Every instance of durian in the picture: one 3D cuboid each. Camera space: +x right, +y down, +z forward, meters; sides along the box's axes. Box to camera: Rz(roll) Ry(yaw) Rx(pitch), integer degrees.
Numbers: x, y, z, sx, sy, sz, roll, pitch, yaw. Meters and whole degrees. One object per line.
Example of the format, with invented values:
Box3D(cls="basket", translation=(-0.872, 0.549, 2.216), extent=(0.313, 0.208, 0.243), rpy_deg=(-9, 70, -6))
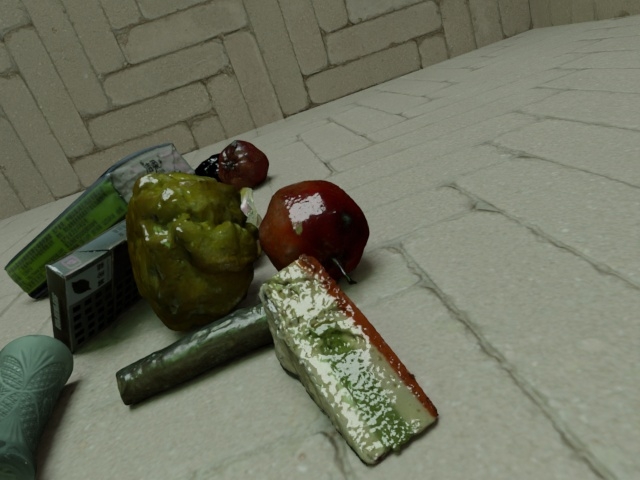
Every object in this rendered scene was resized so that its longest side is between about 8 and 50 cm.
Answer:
Box3D(cls="durian", translation=(-0.153, -0.023, 0.915), extent=(0.140, 0.078, 0.224), rpy_deg=(-21, 37, 21))

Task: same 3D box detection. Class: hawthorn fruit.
Box3D(cls="hawthorn fruit", translation=(0.000, 0.000, 0.681), extent=(0.156, 0.157, 0.194), rpy_deg=(-25, 41, -14))
Box3D(cls="hawthorn fruit", translation=(-0.220, -0.217, 1.397), extent=(0.148, 0.148, 0.172), rpy_deg=(-5, -1, 32))

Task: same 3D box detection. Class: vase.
Box3D(cls="vase", translation=(-0.360, 0.207, 0.558), extent=(0.096, 0.096, 0.219), rpy_deg=(-24, 25, -11))

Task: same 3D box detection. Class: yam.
Box3D(cls="yam", translation=(-0.123, 0.125, 0.593), extent=(0.273, 0.061, 0.061), rpy_deg=(-24, 22, -8))

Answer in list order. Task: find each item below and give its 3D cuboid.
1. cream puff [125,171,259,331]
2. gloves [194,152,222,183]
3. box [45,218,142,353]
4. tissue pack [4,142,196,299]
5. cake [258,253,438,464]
Box3D(cls="cream puff", translation=(-0.194, 0.010, 0.700), extent=(0.244, 0.244, 0.196), rpy_deg=(-5, 12, 31))
Box3D(cls="gloves", translation=(-0.307, -0.228, 1.517), extent=(0.164, 0.124, 0.203), rpy_deg=(9, 39, 18))
Box3D(cls="box", translation=(-0.325, 0.033, 0.832), extent=(0.047, 0.180, 0.325), rpy_deg=(28, 38, 10))
Box3D(cls="tissue pack", translation=(-0.509, -0.054, 1.102), extent=(0.394, 0.124, 0.288), rpy_deg=(-32, 16, 23))
Box3D(cls="cake", translation=(0.016, 0.129, 0.491), extent=(0.086, 0.117, 0.220), rpy_deg=(-30, 57, -18))
